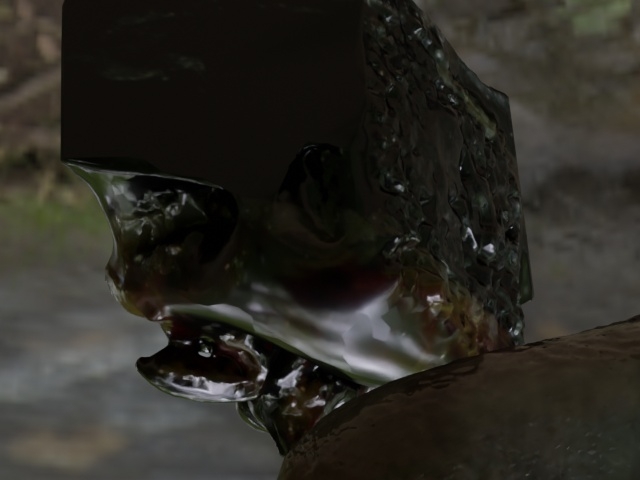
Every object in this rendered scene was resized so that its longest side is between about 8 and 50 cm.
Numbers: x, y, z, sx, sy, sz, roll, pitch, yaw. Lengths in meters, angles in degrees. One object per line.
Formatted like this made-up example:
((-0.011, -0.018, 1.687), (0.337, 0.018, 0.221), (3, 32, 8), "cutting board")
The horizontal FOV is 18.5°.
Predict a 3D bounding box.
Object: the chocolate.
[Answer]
((0.136, 0.117, 0.771), (0.303, 0.185, 0.100), (-14, 169, -16), "chocolate")

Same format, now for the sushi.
((0.000, 0.000, 1.015), (0.215, 0.212, 0.227), (-9, 150, 5), "sushi")
